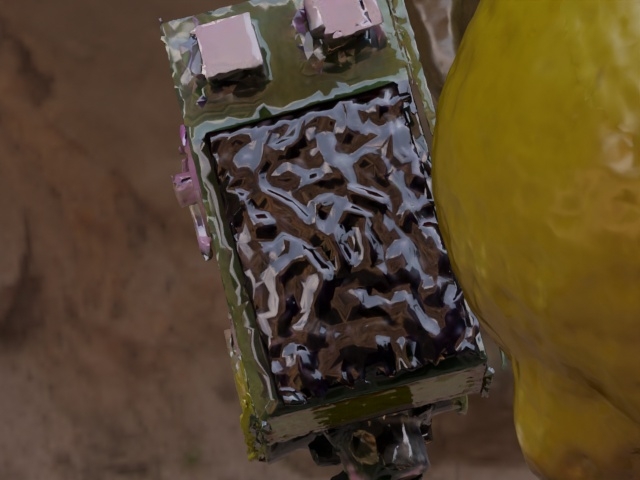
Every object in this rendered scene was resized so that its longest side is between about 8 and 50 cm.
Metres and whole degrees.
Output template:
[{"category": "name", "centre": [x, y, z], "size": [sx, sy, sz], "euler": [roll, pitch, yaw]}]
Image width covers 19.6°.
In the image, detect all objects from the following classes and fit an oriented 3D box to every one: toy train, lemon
[{"category": "toy train", "centre": [0.000, 0.000, 0.918], "size": [0.134, 0.177, 0.261], "euler": [-14, 75, -1]}, {"category": "lemon", "centre": [0.155, -0.038, 0.575], "size": [0.233, 0.288, 0.233], "euler": [34, 0, 0]}]

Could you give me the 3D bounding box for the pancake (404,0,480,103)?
[{"category": "pancake", "centre": [0.115, -0.169, 1.025], "size": [0.222, 0.236, 0.042], "euler": [25, 23, 34]}]
